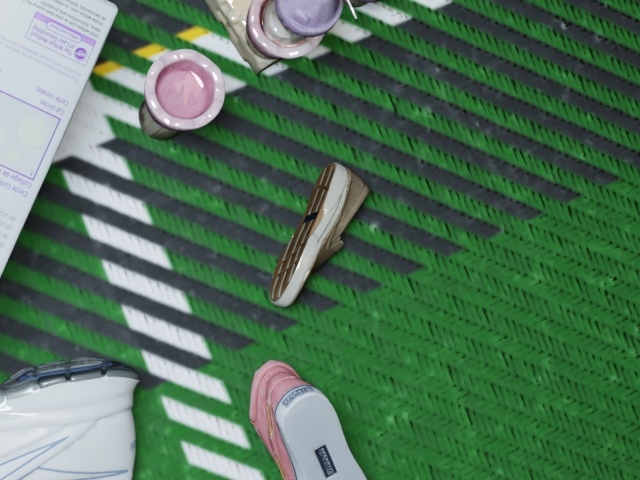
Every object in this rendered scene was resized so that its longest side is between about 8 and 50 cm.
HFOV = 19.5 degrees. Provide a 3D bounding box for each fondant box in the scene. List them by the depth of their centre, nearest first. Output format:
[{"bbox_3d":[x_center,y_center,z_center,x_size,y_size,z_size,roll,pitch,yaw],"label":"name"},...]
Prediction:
[{"bbox_3d":[-0.328,-0.074,1.377,0.238,0.096,0.330,25,84,-22],"label":"fondant box"}]

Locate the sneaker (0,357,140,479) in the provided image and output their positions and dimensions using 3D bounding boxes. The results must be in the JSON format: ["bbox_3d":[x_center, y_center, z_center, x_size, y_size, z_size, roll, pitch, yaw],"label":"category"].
[{"bbox_3d":[-0.282,0.176,1.473,0.297,0.111,0.129,-8,97,-13],"label":"sneaker"}]

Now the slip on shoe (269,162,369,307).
[{"bbox_3d":[0.000,0.000,1.600,0.041,0.051,0.135,30,70,-21],"label":"slip on shoe"}]

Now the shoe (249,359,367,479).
[{"bbox_3d":[-0.008,0.184,1.566,0.063,0.081,0.178,-26,120,-14],"label":"shoe"}]

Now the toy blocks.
[{"bbox_3d":[-0.067,-0.280,1.505,0.309,0.260,0.289,-33,92,-16],"label":"toy blocks"}]
